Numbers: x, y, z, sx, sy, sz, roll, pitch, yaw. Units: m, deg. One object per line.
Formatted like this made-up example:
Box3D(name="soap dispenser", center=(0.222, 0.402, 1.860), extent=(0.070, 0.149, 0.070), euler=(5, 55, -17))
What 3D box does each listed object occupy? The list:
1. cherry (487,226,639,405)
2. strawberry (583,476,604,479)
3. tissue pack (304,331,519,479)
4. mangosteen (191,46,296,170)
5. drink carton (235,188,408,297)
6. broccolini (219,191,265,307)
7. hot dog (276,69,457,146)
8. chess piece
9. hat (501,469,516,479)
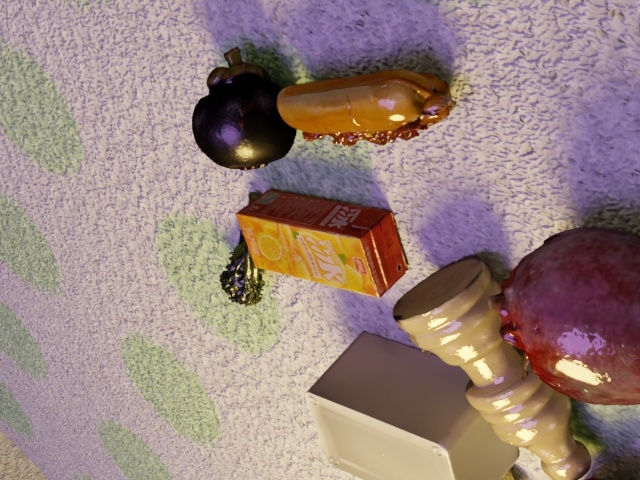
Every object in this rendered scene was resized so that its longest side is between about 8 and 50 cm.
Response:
Box3D(name="cherry", center=(0.298, 0.082, 1.061), extent=(0.250, 0.175, 0.192), euler=(13, 143, 39))
Box3D(name="strawberry", center=(0.367, 0.342, 1.317), extent=(0.175, 0.097, 0.228), euler=(6, 175, 13))
Box3D(name="tissue pack", center=(0.123, 0.251, 1.469), extent=(0.246, 0.136, 0.159), euler=(17, 136, 39))
Box3D(name="mangosteen", center=(-0.096, -0.161, 1.315), extent=(0.137, 0.137, 0.151), euler=(-9, 89, 52))
Box3D(name="drink carton", center=(0.000, 0.000, 1.409), extent=(0.223, 0.071, 0.096), euler=(13, 132, 41))
Box3D(name="broccolini", center=(-0.095, 0.016, 1.559), extent=(0.068, 0.091, 0.202), euler=(8, 135, -17))
Box3D(name="hot dog", center=(0.047, -0.142, 1.183), extent=(0.249, 0.102, 0.076), euler=(2, 90, 47))
Box3D(name="chess piece", center=(0.230, 0.172, 1.300), extent=(0.139, 0.124, 0.307), euler=(-34, 102, 24))
Box3D(name="hat", center=(0.238, 0.368, 1.534), extent=(0.146, 0.067, 0.145), euler=(-7, 79, 40))
